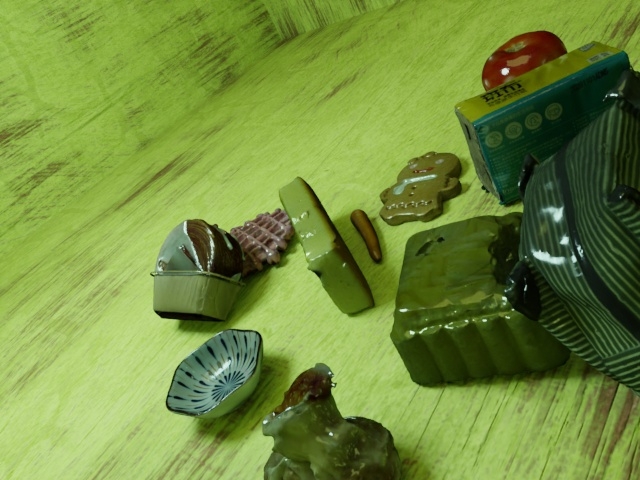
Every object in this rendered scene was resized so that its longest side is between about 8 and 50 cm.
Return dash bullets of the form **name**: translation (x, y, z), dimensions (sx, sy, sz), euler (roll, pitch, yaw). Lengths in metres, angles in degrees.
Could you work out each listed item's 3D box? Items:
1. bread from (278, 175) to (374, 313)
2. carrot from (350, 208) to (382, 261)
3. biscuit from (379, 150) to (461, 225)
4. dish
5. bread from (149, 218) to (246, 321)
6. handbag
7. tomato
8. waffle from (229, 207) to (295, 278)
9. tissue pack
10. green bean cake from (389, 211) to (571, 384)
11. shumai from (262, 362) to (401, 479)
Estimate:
- **bread**: translation (0.000, 0.000, 1.083), dimensions (0.077, 0.138, 0.361), euler (-30, 28, 2)
- **carrot**: translation (0.095, -0.012, 1.123), dimensions (0.037, 0.037, 0.190), euler (-27, 30, 4)
- **biscuit**: translation (0.217, -0.121, 1.189), dimensions (0.184, 0.035, 0.249), euler (-5, 37, 37)
- **dish**: translation (-0.161, 0.234, 0.932), dimensions (0.190, 0.066, 0.191), euler (-24, 28, 14)
- **bread**: translation (-0.262, 0.063, 1.170), dimensions (0.224, 0.142, 0.212), euler (-3, 74, 39)
- **handbag**: translation (0.363, -0.015, 0.629), dimensions (0.247, 0.240, 0.341), euler (-46, 14, 49)
- **tomato**: translation (0.470, -0.389, 1.283), dimensions (0.195, 0.136, 0.195), euler (-24, 30, 15)
- **waffle**: translation (-0.155, 0.007, 1.297), dimensions (0.221, 0.055, 0.234), euler (-17, 33, 26)
- **tissue pack**: translation (0.401, -0.208, 1.000), dimensions (0.270, 0.192, 0.134), euler (-23, 30, 9)
- **green bean cake**: translation (0.220, 0.071, 0.787), dimensions (0.233, 0.124, 0.236), euler (-14, 32, 26)
- **shumai**: translation (-0.007, 0.255, 0.681), dimensions (0.161, 0.153, 0.209), euler (-39, 26, -31)
